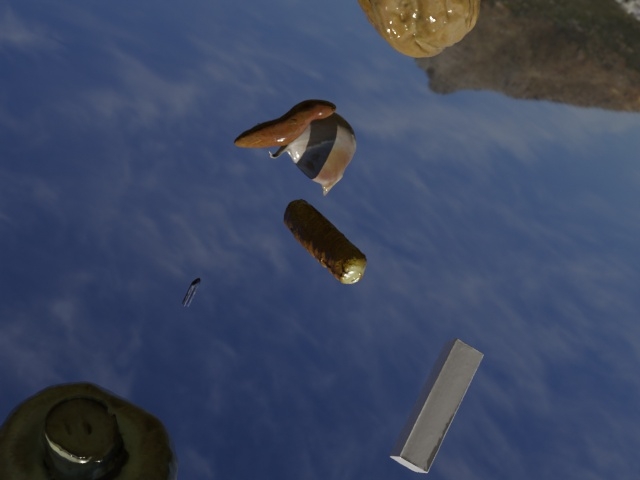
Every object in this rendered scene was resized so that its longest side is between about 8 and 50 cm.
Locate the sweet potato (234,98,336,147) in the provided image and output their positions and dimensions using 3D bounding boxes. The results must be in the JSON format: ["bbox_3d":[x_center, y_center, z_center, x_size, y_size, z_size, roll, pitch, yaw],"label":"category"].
[{"bbox_3d":[-0.065,-0.209,1.577,0.055,0.202,0.058,-101,-14,-62],"label":"sweet potato"}]

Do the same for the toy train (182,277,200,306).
[{"bbox_3d":[-0.317,0.125,2.097,0.017,0.083,0.017,10,-150,-35],"label":"toy train"}]

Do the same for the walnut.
[{"bbox_3d":[0.176,-0.456,1.531,0.257,0.257,0.224,13,179,-41],"label":"walnut"}]

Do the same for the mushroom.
[{"bbox_3d":[-0.427,0.412,1.547,0.352,0.260,0.352,10,-138,-9],"label":"mushroom"}]

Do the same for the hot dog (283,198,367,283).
[{"bbox_3d":[0.000,-0.001,1.709,0.068,0.083,0.289,-7,-152,-26],"label":"hot dog"}]

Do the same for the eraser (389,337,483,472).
[{"bbox_3d":[0.261,0.369,1.918,0.076,0.298,0.078,30,164,-3],"label":"eraser"}]

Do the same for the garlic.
[{"bbox_3d":[-0.013,-0.211,1.787,0.266,0.128,0.148,22,-119,-52],"label":"garlic"}]
